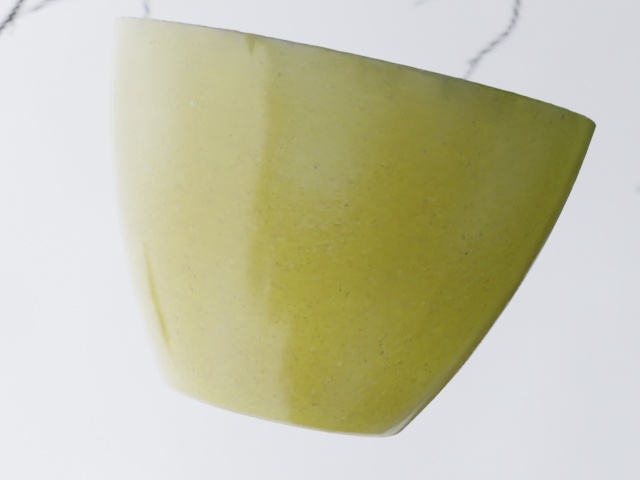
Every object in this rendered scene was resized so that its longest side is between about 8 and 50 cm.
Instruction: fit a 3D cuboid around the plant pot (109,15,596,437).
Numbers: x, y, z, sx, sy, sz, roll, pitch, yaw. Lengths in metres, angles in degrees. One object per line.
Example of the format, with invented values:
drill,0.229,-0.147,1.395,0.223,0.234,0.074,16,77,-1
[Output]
plant pot,0.000,0.000,0.470,0.134,0.134,0.095,8,-86,-58
